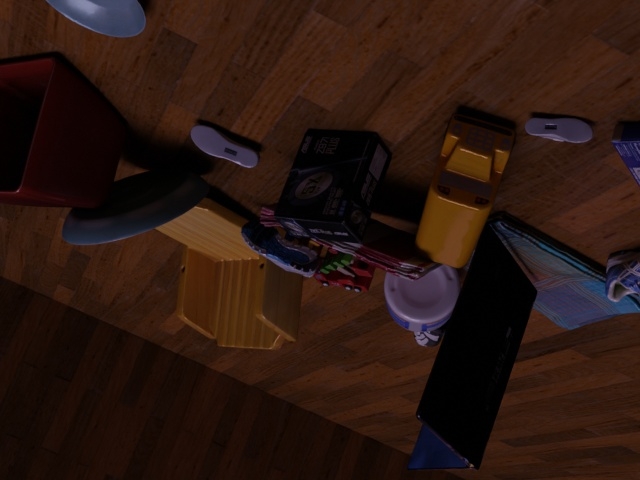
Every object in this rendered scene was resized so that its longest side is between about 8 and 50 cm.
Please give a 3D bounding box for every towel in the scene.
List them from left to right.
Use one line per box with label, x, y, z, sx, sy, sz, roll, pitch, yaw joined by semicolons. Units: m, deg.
towel;0.074;-0.009;1.913;0.329;0.037;0.237;22;-164;19
towel;0.425;0.069;1.986;0.370;0.040;0.271;28;157;-17

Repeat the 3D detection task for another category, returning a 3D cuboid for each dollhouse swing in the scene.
dollhouse swing;-0.263;0.079;2.340;0.305;0.315;0.347;12;170;-41

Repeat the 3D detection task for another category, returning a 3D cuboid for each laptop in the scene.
laptop;0.243;0.224;1.959;0.236;0.382;0.408;6;153;37

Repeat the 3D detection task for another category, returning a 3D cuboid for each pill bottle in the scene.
pill bottle;0.210;0.111;2.103;0.152;0.152;0.272;18;172;7

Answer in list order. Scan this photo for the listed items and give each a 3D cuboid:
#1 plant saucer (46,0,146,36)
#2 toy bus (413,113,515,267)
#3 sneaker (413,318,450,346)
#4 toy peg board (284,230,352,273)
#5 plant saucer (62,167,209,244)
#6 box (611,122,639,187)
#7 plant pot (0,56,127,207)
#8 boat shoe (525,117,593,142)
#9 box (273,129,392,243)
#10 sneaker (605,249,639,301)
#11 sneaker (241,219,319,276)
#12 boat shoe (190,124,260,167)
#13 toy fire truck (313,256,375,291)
plant saucer;-0.358;-0.394;1.592;0.195;0.037;0.195;19;159;8
toy bus;0.233;-0.077;1.679;0.108;0.130;0.332;19;159;6
sneaker;0.275;0.202;2.395;0.106;0.078;0.234;14;156;24
toy peg board;0.000;0.000;2.159;0.161;0.079;0.161;28;158;-17
plant saucer;-0.387;-0.081;2.087;0.318;0.317;0.043;2;118;40
box;0.542;-0.117;1.423;0.225;0.036;0.136;5;154;39
plant pot;-0.545;-0.184;2.006;0.267;0.267;0.236;3;165;39
boat shoe;0.356;-0.163;1.500;0.100;0.035;0.035;7;-178;24
box;0.022;-0.096;1.762;0.147;0.180;0.077;8;157;33
sneaker;0.574;0.056;1.754;0.080;0.081;0.211;28;157;-13
sneaker;-0.090;0.027;2.180;0.191;0.071;0.083;32;161;12
boat shoe;-0.181;-0.180;1.937;0.142;0.049;0.040;27;-163;-1
toy fire truck;0.055;0.066;2.312;0.192;0.047;0.135;9;156;31
